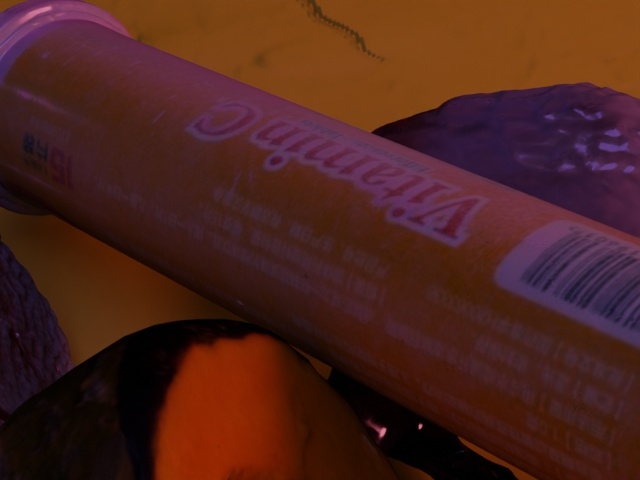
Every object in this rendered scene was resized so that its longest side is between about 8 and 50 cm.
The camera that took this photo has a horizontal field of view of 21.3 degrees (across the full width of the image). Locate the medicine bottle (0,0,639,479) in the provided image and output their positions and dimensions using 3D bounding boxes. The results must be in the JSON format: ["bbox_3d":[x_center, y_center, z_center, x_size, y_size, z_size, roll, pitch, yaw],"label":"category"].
[{"bbox_3d":[0.000,0.000,0.680,0.108,0.108,0.426,-45,42,-18],"label":"medicine bottle"}]

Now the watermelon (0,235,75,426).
[{"bbox_3d":[-0.210,0.081,0.744,0.261,0.201,0.213,-44,48,33],"label":"watermelon"}]

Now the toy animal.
[{"bbox_3d":[0.128,-0.017,0.748,0.324,0.090,0.195,-32,59,3],"label":"toy animal"}]

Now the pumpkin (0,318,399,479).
[{"bbox_3d":[-0.051,0.210,0.591,0.232,0.242,0.325,-31,56,26],"label":"pumpkin"}]
